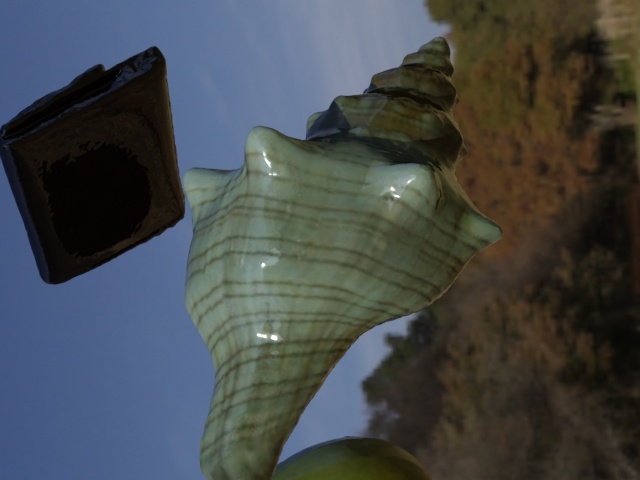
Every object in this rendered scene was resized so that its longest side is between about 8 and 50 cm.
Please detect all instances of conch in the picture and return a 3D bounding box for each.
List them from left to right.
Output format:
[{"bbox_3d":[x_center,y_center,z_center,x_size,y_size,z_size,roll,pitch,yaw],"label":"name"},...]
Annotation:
[{"bbox_3d":[0.001,-0.012,0.595,0.234,0.137,0.114,-40,-18,-30],"label":"conch"}]

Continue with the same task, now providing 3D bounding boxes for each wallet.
[{"bbox_3d":[-0.217,-0.065,1.260,0.182,0.049,0.229,-33,-34,-23],"label":"wallet"}]

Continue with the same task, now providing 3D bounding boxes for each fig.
[{"bbox_3d":[0.020,0.321,1.428,0.207,0.230,0.207,-3,-90,-86],"label":"fig"}]
